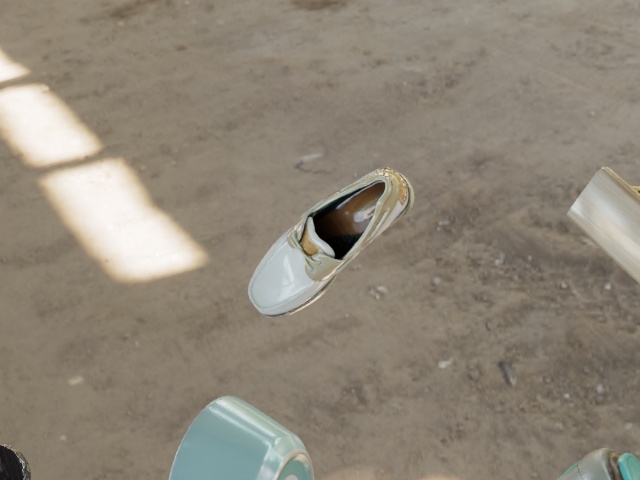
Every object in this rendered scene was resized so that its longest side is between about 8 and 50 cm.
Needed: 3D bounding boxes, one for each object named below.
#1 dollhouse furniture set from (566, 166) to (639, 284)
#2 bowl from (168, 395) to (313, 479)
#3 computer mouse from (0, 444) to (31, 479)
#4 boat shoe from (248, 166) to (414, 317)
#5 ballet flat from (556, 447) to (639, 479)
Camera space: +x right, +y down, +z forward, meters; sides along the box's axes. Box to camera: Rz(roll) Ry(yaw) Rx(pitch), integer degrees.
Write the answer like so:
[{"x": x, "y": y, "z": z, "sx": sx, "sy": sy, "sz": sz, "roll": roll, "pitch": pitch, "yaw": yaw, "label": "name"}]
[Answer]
[{"x": 0.303, "y": -0.075, "z": 0.574, "sx": 0.161, "sy": 0.242, "sz": 0.212, "roll": -2, "pitch": 41, "yaw": -44, "label": "dollhouse furniture set"}, {"x": -0.121, "y": 0.442, "z": 1.584, "sx": 0.163, "sy": 0.312, "sz": 0.311, "roll": 5, "pitch": 35, "yaw": 26, "label": "bowl"}, {"x": -0.503, "y": 0.307, "z": 1.106, "sx": 0.262, "sy": 0.060, "sz": 0.184, "roll": -24, "pitch": 60, "yaw": -25, "label": "computer mouse"}, {"x": 0.000, "y": 0.000, "z": 1.316, "sx": 0.302, "sy": 0.103, "sz": 0.113, "roll": -44, "pitch": 75, "yaw": 12, "label": "boat shoe"}, {"x": 0.197, "y": 0.211, "z": 0.474, "sx": 0.213, "sy": 0.068, "sz": 0.072, "roll": 54, "pitch": 21, "yaw": 17, "label": "ballet flat"}]
